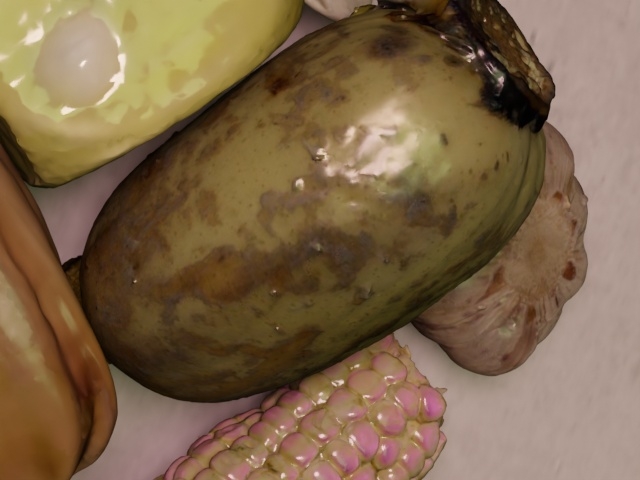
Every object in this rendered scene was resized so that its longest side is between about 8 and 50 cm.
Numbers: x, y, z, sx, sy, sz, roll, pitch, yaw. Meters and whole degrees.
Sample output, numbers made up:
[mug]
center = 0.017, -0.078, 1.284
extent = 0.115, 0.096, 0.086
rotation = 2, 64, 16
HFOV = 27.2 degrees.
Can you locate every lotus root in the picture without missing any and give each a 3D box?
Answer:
[lotus root]
center = -0.018, -0.005, 0.695
extent = 0.309, 0.173, 0.173
rotation = -34, 110, 22

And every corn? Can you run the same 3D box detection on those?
[corn]
center = -0.062, 0.176, 0.737
extent = 0.335, 0.126, 0.127
rotation = -39, 108, -21

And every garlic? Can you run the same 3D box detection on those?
[garlic]
center = 0.097, -0.004, 0.805
extent = 0.147, 0.102, 0.159
rotation = -25, 116, -31

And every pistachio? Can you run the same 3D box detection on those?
[pistachio]
center = -0.210, 0.019, 0.638
extent = 0.163, 0.212, 0.261
rotation = -33, 107, -55

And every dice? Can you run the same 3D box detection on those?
[dice]
center = -0.120, -0.137, 0.666
extent = 0.169, 0.169, 0.166
rotation = -37, 108, -14

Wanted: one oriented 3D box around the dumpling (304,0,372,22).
[dumpling]
center = 0.000, -0.215, 0.757
extent = 0.169, 0.100, 0.134
rotation = 49, 40, 3
